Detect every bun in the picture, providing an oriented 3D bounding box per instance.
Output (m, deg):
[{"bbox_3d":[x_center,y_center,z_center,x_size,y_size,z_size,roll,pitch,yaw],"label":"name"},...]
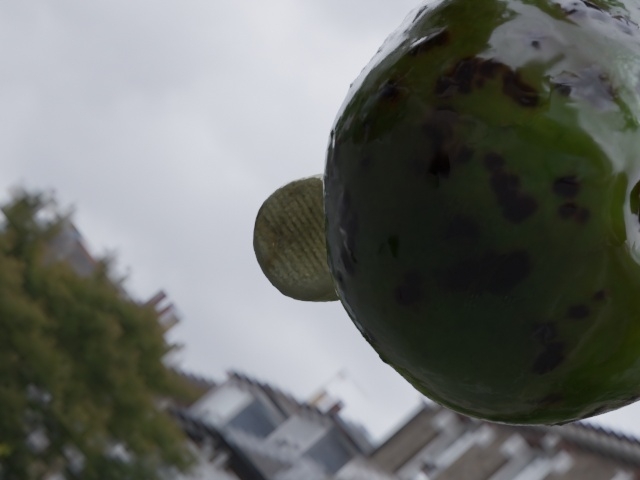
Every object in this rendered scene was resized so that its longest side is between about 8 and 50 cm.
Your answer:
[{"bbox_3d":[0.000,0.000,1.186,0.086,0.086,0.055,43,10,23],"label":"bun"}]

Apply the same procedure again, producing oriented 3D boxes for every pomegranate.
[{"bbox_3d":[0.087,-0.018,0.872,0.211,0.211,0.263,56,-25,-16],"label":"pomegranate"}]
